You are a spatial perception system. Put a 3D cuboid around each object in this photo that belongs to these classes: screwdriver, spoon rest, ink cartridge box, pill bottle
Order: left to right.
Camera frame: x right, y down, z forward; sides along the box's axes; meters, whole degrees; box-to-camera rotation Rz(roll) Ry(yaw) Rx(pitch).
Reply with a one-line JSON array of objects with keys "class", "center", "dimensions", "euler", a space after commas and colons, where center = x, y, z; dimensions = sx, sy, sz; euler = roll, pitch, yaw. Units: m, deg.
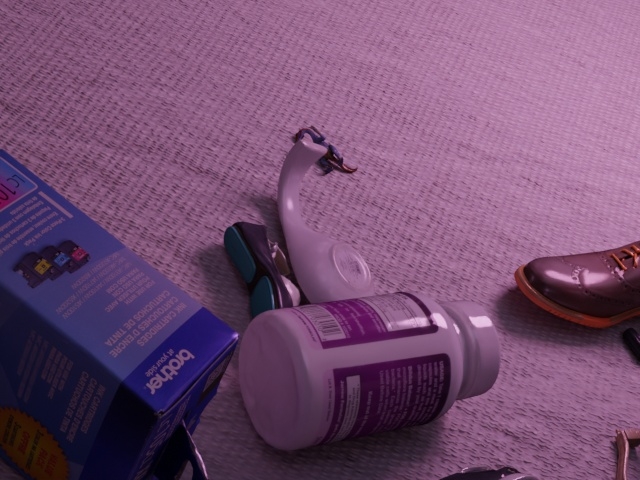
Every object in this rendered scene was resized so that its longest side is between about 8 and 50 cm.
[{"class": "ink cartridge box", "center": [-0.260, 0.130, 1.362], "dimensions": [0.395, 0.270, 0.151], "euler": [36, 46, 8]}, {"class": "spoon rest", "center": [0.000, 0.000, 1.755], "dimensions": [0.137, 0.084, 0.276], "euler": [15, 50, -44]}, {"class": "pill bottle", "center": [0.066, 0.152, 1.583], "dimensions": [0.301, 0.169, 0.169], "euler": [-6, 53, -31]}, {"class": "screwdriver", "center": [0.492, 0.193, 1.860], "dimensions": [0.024, 0.025, 0.170], "euler": [-13, 52, -35]}]

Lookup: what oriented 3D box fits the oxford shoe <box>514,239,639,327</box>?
[{"class": "oxford shoe", "center": [0.449, 0.040, 1.894], "dimensions": [0.363, 0.133, 0.130], "euler": [1, 41, -28]}]

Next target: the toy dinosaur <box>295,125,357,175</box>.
[{"class": "toy dinosaur", "center": [-0.001, -0.133, 1.919], "dimensions": [0.090, 0.047, 0.082], "euler": [31, 20, -49]}]

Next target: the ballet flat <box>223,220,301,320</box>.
[{"class": "ballet flat", "center": [-0.064, 0.055, 1.678], "dimensions": [0.074, 0.074, 0.203], "euler": [-2, 49, -28]}]

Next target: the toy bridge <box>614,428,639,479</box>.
[{"class": "toy bridge", "center": [0.425, 0.330, 1.702], "dimensions": [0.063, 0.026, 0.188], "euler": [2, 49, -24]}]

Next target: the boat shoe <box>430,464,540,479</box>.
[{"class": "boat shoe", "center": [0.127, 0.341, 1.499], "dimensions": [0.302, 0.091, 0.114], "euler": [-10, 99, -35]}]
